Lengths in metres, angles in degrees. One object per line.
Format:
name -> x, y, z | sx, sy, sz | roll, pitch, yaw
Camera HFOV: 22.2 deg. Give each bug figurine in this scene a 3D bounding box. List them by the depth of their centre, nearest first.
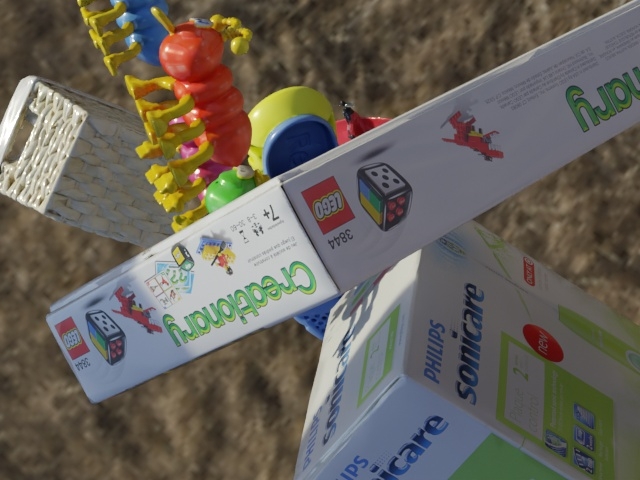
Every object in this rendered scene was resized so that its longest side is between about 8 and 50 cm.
bug figurine -> -0.081, -0.079, 1.021 | 0.279, 0.072, 0.216 | -126, 16, -59

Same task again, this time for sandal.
sandal -> 0.000, 0.000, 1.719 | 0.138, 0.126, 0.317 | -120, 8, -50

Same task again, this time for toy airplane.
toy airplane -> 0.058, -0.107, 1.980 | 0.151, 0.028, 0.151 | 28, 146, 21

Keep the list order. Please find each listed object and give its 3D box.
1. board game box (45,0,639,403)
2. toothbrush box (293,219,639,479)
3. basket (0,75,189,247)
board game box -> 0.044, -0.030, 0.748 | 0.193, 0.305, 0.053 | -26, 92, 51
toothbrush box -> 0.140, 0.130, 0.985 | 0.283, 0.206, 0.122 | 31, 119, -10
basket -> -0.202, -0.065, 1.483 | 0.103, 0.167, 0.113 | 30, 97, 44
